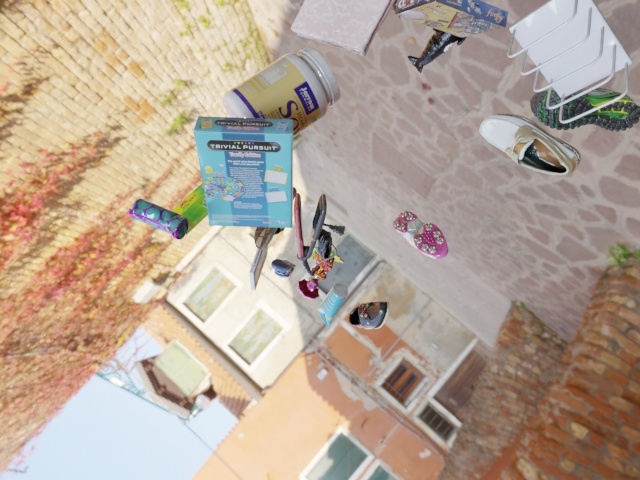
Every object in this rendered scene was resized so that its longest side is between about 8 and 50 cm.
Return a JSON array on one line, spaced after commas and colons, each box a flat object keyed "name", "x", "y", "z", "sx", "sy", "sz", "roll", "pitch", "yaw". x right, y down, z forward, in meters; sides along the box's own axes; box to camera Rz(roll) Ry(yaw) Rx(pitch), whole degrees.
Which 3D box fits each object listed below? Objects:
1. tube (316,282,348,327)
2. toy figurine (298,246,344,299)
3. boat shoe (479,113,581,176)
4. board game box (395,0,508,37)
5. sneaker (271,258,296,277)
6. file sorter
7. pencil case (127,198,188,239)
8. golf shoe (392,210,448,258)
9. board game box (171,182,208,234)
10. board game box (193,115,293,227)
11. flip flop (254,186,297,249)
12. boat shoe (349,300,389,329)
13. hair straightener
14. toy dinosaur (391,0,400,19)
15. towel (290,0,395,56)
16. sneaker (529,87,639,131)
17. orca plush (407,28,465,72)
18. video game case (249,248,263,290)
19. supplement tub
[{"name": "tube", "x": 0.036, "y": 0.216, "z": 1.577, "sx": 0.080, "sy": 0.052, "sz": 0.207, "roll": 62, "pitch": 150, "yaw": 26}, {"name": "toy figurine", "x": -0.009, "y": 0.112, "z": 1.482, "sx": 0.130, "sy": 0.159, "sz": 0.173, "roll": 26, "pitch": 172, "yaw": -8}, {"name": "boat shoe", "x": 0.599, "y": -0.281, "z": 1.363, "sx": 0.302, "sy": 0.103, "sz": 0.113, "roll": 30, "pitch": 129, "yaw": 22}, {"name": "board game box", "x": 0.347, "y": -0.602, "z": 1.240, "sx": 0.244, "sy": 0.042, "sz": 0.165, "roll": 3, "pitch": -169, "yaw": -29}, {"name": "sneaker", "x": -0.125, "y": 0.096, "z": 1.534, "sx": 0.053, "sy": 0.059, "sz": 0.144, "roll": 31, "pitch": -176, "yaw": 20}, {"name": "file sorter", "x": 0.656, "y": -0.478, "z": 1.238, "sx": 0.278, "sy": 0.173, "sz": 0.193, "roll": 39, "pitch": 145, "yaw": -22}, {"name": "pencil case", "x": -0.439, "y": -0.059, "z": 1.276, "sx": 0.152, "sy": 0.064, "sz": 0.070, "roll": 23, "pitch": -150, "yaw": 8}, {"name": "golf shoe", "x": 0.412, "y": -0.007, "z": 1.842, "sx": 0.140, "sy": 0.115, "sz": 0.306, "roll": 45, "pitch": -176, "yaw": -38}, {"name": "board game box", "x": -0.424, "y": -0.110, "z": 1.584, "sx": 0.043, "sy": 0.181, "sz": 0.092, "roll": 48, "pitch": -179, "yaw": 33}, {"name": "board game box", "x": -0.204, "y": -0.184, "z": 1.332, "sx": 0.079, "sy": 0.254, "sz": 0.335, "roll": -91, "pitch": 3, "yaw": -45}, {"name": "flip flop", "x": -0.163, "y": -0.082, "z": 1.819, "sx": 0.080, "sy": 0.276, "sz": 0.112, "roll": 33, "pitch": 174, "yaw": -39}, {"name": "boat shoe", "x": 0.091, "y": 0.142, "z": 0.888, "sx": 0.042, "sy": 0.048, "sz": 0.133, "roll": 17, "pitch": 158, "yaw": -12}, {"name": "hair straightener", "x": 0.000, "y": 0.000, "z": 0.813, "sx": 0.230, "sy": 0.089, "sz": 0.047, "roll": 92, "pitch": 177, "yaw": -55}, {"name": "toy dinosaur", "x": 0.255, "y": -0.859, "z": 1.681, "sx": 0.053, "sy": 0.092, "sz": 0.183, "roll": 48, "pitch": -149, "yaw": 16}, {"name": "towel", "x": 0.095, "y": -0.809, "z": 1.584, "sx": 0.332, "sy": 0.316, "sz": 0.053, "roll": 31, "pitch": -174, "yaw": 29}, {"name": "sneaker", "x": 0.901, "y": -0.461, "z": 1.621, "sx": 0.344, "sy": 0.146, "sz": 0.134, "roll": 10, "pitch": 130, "yaw": 6}, {"name": "orca plush", "x": 0.433, "y": -0.765, "z": 1.722, "sx": 0.102, "sy": 0.287, "sz": 0.151, "roll": 20, "pitch": -125, "yaw": -40}, {"name": "video game case", "x": -0.251, "y": 0.090, "z": 1.920, "sx": 0.023, "sy": 0.183, "sz": 0.201, "roll": 15, "pitch": 154, "yaw": 2}, {"name": "supplement tub", "x": -0.126, "y": -0.461, "z": 1.550, "sx": 0.241, "sy": 0.331, "sz": 0.241, "roll": 53, "pitch": 172, "yaw": 10}]
